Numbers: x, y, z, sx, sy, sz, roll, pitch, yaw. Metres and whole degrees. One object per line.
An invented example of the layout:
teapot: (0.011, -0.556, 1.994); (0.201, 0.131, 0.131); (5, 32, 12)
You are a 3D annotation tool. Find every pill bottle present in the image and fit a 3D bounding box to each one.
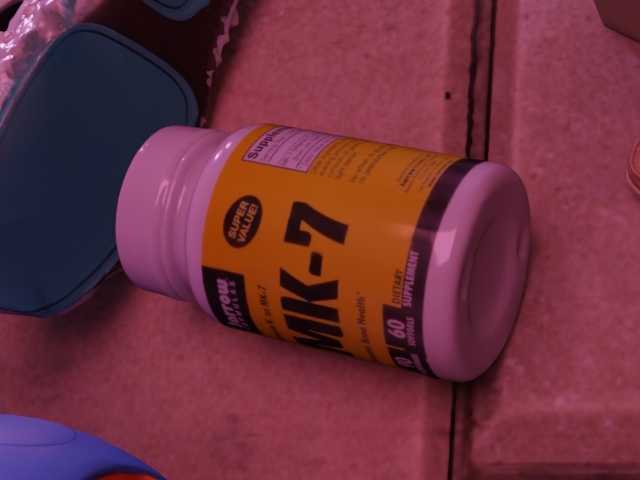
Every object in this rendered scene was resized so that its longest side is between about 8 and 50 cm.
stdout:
pill bottle: (0.000, 0.000, 0.859); (0.208, 0.119, 0.119); (11, 73, 26)

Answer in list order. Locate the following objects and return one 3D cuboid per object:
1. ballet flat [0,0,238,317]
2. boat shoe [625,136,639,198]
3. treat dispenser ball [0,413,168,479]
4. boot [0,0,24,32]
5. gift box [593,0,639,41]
ballet flat: (-0.132, -0.131, 0.983); (0.147, 0.147, 0.409); (17, 72, 27)
boat shoe: (0.241, -0.040, 0.813); (0.170, 0.059, 0.063); (8, 71, 24)
treat dispenser ball: (-0.162, 0.226, 0.728); (0.288, 0.288, 0.288); (-8, 65, 18)
boot: (-0.319, -0.124, 1.063); (0.244, 0.088, 0.176); (-42, 59, -9)
gift box: (0.240, -0.216, 0.776); (0.276, 0.258, 0.255); (23, 78, 27)
